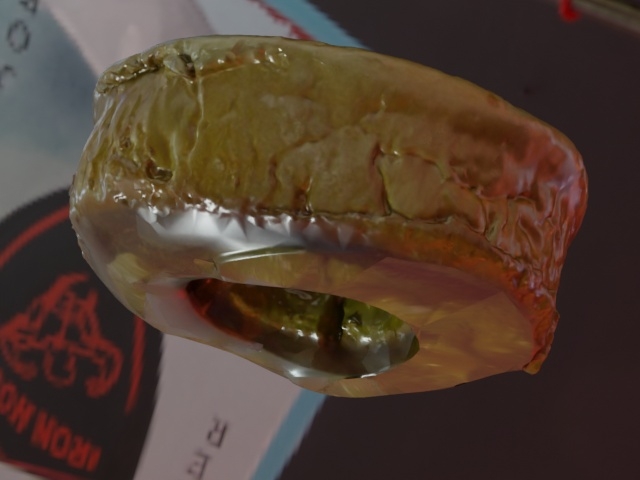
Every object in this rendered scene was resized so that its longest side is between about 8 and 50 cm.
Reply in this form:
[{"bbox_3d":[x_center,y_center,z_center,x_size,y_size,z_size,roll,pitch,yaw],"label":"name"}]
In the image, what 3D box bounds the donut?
[{"bbox_3d":[0.000,0.000,0.963,0.330,0.160,0.330,12,163,4],"label":"donut"}]
